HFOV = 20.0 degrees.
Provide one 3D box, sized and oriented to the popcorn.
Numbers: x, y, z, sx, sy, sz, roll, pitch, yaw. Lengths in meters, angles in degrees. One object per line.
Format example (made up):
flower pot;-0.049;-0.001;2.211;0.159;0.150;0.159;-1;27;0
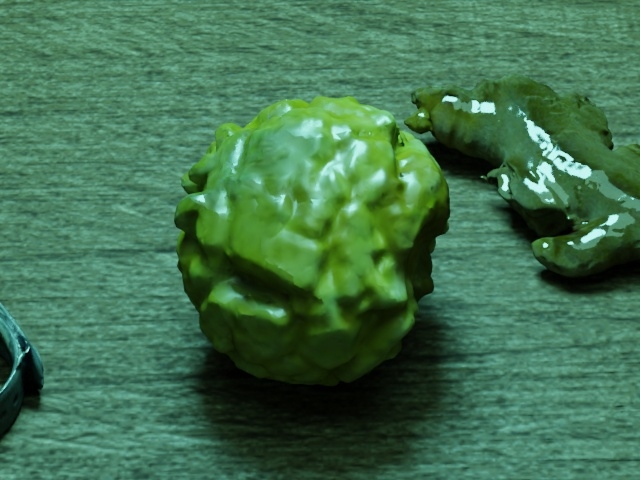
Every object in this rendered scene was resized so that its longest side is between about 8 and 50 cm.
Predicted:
popcorn;-0.004;0.004;1.508;0.249;0.225;0.249;-2;62;4

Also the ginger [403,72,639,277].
ginger;0.221;-0.057;1.650;0.166;0.080;0.333;-41;62;-15

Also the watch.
watch;-0.346;0.098;1.513;0.193;0.068;0.206;-21;51;-23
